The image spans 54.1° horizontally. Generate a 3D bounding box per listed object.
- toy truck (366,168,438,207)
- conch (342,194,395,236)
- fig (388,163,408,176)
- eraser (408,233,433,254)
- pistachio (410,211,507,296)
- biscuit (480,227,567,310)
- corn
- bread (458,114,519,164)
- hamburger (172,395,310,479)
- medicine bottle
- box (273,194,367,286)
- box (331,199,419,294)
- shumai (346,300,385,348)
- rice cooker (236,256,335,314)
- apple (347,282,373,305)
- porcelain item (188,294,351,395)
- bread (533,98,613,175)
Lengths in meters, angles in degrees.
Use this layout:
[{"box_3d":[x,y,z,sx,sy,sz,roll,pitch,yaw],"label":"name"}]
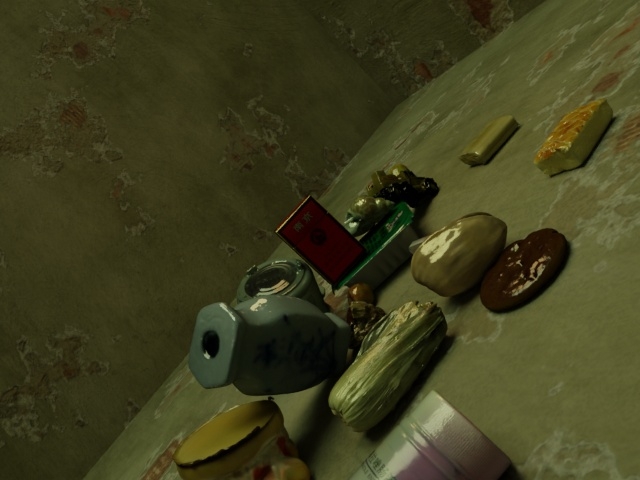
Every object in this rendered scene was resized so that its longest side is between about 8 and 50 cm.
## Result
[{"box_3d":[0.272,-0.173,2.109,0.257,0.127,0.127,-7,-24,-40],"label":"toy truck"},{"box_3d":[0.140,-0.081,2.000,0.172,0.106,0.116,-60,20,13],"label":"conch"},{"box_3d":[0.328,-0.228,2.505,0.093,0.093,0.166,-39,53,31],"label":"fig"},{"box_3d":[0.291,0.022,1.699,0.026,0.065,0.105,-54,12,-29],"label":"eraser"},{"box_3d":[0.309,0.027,1.394,0.229,0.157,0.157,-40,12,7],"label":"pistachio"},{"box_3d":[0.400,0.056,1.254,0.212,0.036,0.212,-45,10,10],"label":"biscuit"},{"box_3d":[0.142,0.253,1.284,0.305,0.122,0.123,-48,12,-20],"label":"corn"},{"box_3d":[0.539,-0.319,2.009,0.178,0.060,0.139,-47,12,-8],"label":"bread"},{"box_3d":[-0.159,0.485,1.378,0.303,0.186,0.261,-25,6,36],"label":"hamburger"},{"box_3d":[0.131,0.354,0.889,0.254,0.152,0.152,-48,11,-3],"label":"medicine bottle"},{"box_3d":[0.000,0.000,1.848,0.153,0.240,0.074,-47,9,-2],"label":"box"},{"box_3d":[0.180,0.045,1.926,0.337,0.106,0.264,-43,12,11],"label":"box"},{"box_3d":[0.106,0.214,1.661,0.139,0.105,0.123,-21,-15,-47],"label":"shumai"},{"box_3d":[-0.104,0.217,1.907,0.264,0.316,0.316,14,55,43],"label":"rice cooker"},{"box_3d":[0.117,0.164,1.800,0.071,0.083,0.084,-11,0,-19],"label":"apple"},{"box_3d":[-0.107,0.248,1.492,0.179,0.405,0.242,10,89,40],"label":"porcelain item"},{"box_3d":[0.603,-0.246,1.496,0.188,0.068,0.125,-50,12,-21],"label":"bread"}]
